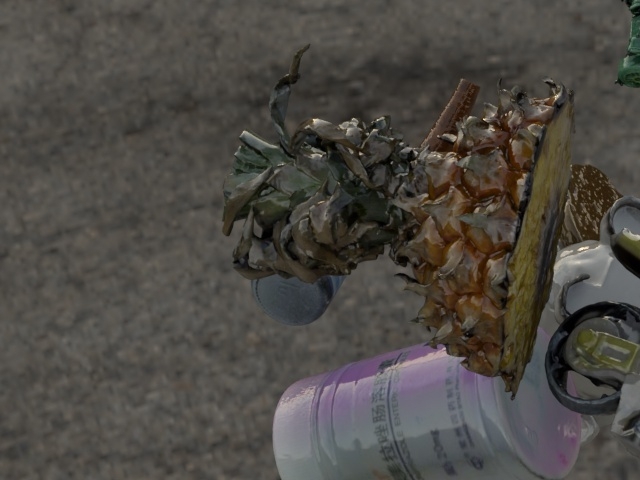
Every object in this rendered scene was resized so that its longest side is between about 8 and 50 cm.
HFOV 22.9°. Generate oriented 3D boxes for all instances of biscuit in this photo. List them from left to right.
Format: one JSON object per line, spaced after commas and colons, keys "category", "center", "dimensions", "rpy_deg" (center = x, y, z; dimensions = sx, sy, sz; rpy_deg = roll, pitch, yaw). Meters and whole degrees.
{"category": "biscuit", "center": [0.340, 0.013, 1.835], "dimensions": [0.049, 0.208, 0.181], "rpy_deg": [-37, 21, 35]}

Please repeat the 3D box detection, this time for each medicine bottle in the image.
{"category": "medicine bottle", "center": [0.000, 0.000, 1.613], "dimensions": [0.083, 0.083, 0.203], "rpy_deg": [6, 35, 18]}
{"category": "medicine bottle", "center": [0.096, 0.173, 1.467], "dimensions": [0.254, 0.152, 0.152], "rpy_deg": [-19, 31, 34]}

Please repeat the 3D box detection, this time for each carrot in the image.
{"category": "carrot", "center": [0.117, -0.104, 1.455], "dimensions": [0.032, 0.032, 0.093], "rpy_deg": [34, 99, 40]}

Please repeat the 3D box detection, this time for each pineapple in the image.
{"category": "pineapple", "center": [0.050, -0.024, 1.279], "dimensions": [0.271, 0.262, 0.262], "rpy_deg": [12, 44, 16]}

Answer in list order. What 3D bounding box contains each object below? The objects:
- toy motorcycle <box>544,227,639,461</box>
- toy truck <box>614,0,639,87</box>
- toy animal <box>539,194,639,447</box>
{"category": "toy motorcycle", "center": [0.319, 0.088, 1.128], "dimensions": [0.340, 0.108, 0.223], "rpy_deg": [28, 81, 45]}
{"category": "toy truck", "center": [0.278, -0.128, 1.124], "dimensions": [0.078, 0.154, 0.080], "rpy_deg": [-14, 56, 45]}
{"category": "toy animal", "center": [0.282, 0.114, 1.723], "dimensions": [0.258, 0.357, 0.194], "rpy_deg": [45, 59, 5]}
